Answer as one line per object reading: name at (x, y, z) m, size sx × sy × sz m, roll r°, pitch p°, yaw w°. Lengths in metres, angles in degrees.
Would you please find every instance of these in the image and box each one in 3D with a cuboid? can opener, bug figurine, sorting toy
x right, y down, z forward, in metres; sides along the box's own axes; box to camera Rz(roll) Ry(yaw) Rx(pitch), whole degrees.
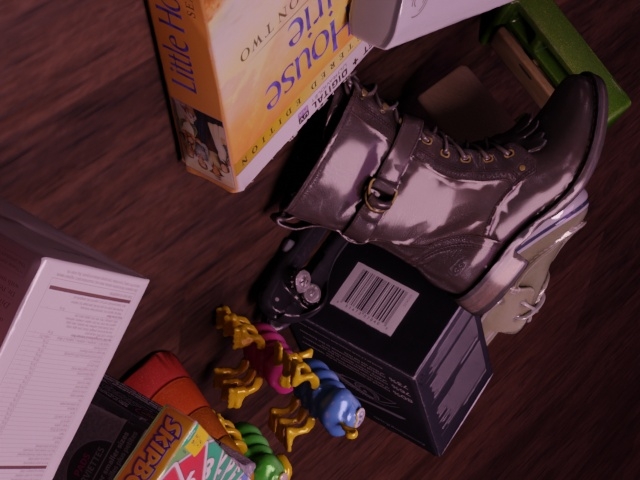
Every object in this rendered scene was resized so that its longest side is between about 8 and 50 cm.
can opener at (0.000, 0.000, 1.621) m, size 0.059 × 0.073 × 0.186 m, roll 41°, pitch 70°, yaw -27°
bug figurine at (-0.029, 0.179, 1.551) m, size 0.072 × 0.216 × 0.279 m, roll -12°, pitch 128°, yaw -25°
sorting toy at (-0.121, 0.267, 1.558) m, size 0.127 × 0.126 × 0.366 m, roll -39°, pitch 147°, yaw -43°

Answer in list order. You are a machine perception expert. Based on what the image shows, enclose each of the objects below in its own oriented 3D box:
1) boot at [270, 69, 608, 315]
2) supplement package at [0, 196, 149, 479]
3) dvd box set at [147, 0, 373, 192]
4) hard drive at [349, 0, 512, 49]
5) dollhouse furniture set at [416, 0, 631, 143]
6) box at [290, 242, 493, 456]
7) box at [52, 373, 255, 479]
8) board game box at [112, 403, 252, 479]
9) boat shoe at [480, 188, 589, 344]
boot at (0.106, -0.079, 1.554) m, size 0.263 × 0.229 × 0.091 m, roll -59°, pitch -161°, yaw -2°
supplement package at (-0.238, 0.098, 1.111) m, size 0.244 × 0.134 × 0.139 m, roll -63°, pitch 157°, yaw 3°
dvd box set at (-0.014, -0.269, 1.265) m, size 0.307 × 0.062 × 0.420 m, roll -49°, pitch 154°, yaw -27°
hard drive at (0.165, -0.300, 1.428) m, size 0.353 × 0.047 × 0.233 m, roll -26°, pitch 138°, yaw -47°
dollhouse furniture set at (0.148, -0.091, 1.801) m, size 0.197 × 0.151 × 0.301 m, roll -36°, pitch 172°, yaw -21°
box at (0.069, 0.098, 1.733) m, size 0.108 × 0.153 × 0.207 m, roll -55°, pitch 157°, yaw -17°
box at (-0.188, 0.231, 1.326) m, size 0.247 × 0.163 × 0.142 m, roll -62°, pitch 157°, yaw -1°
board game box at (-0.091, 0.215, 1.267) m, size 0.124 × 0.039 × 0.259 m, roll -56°, pitch 156°, yaw -13°
boat shoe at (0.182, 0.051, 1.846) m, size 0.302 × 0.094 × 0.109 m, roll -46°, pitch 170°, yaw 37°
